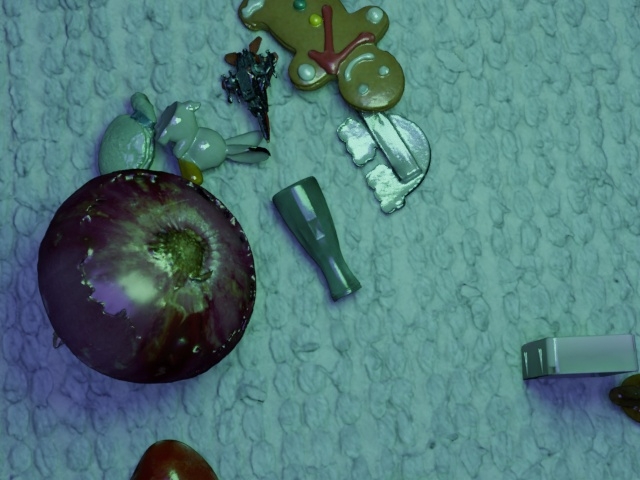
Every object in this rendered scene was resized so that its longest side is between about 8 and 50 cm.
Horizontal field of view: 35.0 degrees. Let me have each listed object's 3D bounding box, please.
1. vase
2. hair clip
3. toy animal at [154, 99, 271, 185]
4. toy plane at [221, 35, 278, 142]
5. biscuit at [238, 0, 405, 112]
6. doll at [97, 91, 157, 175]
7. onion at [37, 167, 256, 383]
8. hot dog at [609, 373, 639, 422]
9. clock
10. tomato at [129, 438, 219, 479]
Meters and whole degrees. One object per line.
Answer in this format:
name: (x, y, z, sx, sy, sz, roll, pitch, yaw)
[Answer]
vase: (0.000, 0.000, 1.766, 0.086, 0.086, 0.214, -27, 88, -6)
hair clip: (0.120, -0.170, 1.809, 0.140, 0.054, 0.220, -31, 86, -11)
toy animal: (-0.192, -0.163, 1.766, 0.181, 0.131, 0.127, 35, 119, -26)
toy plane: (-0.118, -0.260, 1.786, 0.130, 0.061, 0.189, -23, 66, 27)
biscuit: (0.021, -0.362, 1.802, 0.216, 0.047, 0.340, -36, 72, -6)
doll: (-0.337, -0.156, 1.769, 0.103, 0.071, 0.214, 14, 85, 34)
onion: (-0.282, 0.060, 1.652, 0.358, 0.345, 0.359, 2, 83, -19)
hot dog: (0.568, 0.273, 1.752, 0.140, 0.060, 0.090, 20, 77, 5)
clock: (0.425, 0.196, 1.689, 0.150, 0.197, 0.063, -2, 80, -2)
tomato: (-0.240, 0.429, 1.688, 0.174, 0.082, 0.166, 27, 81, 4)
